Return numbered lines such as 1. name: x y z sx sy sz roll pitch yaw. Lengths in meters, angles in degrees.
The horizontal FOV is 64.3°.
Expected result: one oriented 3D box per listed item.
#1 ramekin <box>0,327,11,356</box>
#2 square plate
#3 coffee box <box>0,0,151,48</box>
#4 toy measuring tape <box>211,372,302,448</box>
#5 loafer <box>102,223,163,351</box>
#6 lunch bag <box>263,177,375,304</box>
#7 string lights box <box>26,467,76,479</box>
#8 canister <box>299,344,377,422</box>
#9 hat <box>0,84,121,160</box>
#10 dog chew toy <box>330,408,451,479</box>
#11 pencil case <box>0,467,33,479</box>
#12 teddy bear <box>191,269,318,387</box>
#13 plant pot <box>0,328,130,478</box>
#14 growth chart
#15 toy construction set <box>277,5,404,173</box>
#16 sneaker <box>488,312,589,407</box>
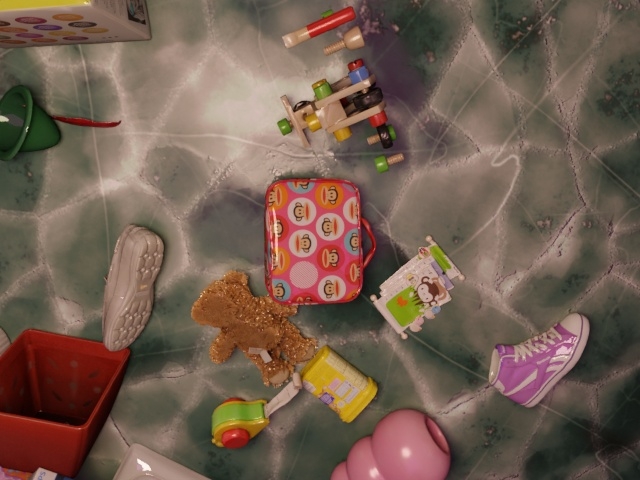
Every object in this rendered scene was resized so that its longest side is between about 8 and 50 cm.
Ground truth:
1. ramekin: -0.871 0.284 1.249 0.207 0.109 0.207 0 102 -2
2. square plate: -0.432 0.770 1.347 0.344 0.049 0.347 29 83 -6
3. coffee box: -0.556 -0.567 0.953 0.337 0.334 0.338 -4 102 0
4. toy measuring tape: -0.181 0.422 1.263 0.121 0.121 0.330 39 118 -9
5. loafer: -0.467 0.115 1.232 0.111 0.112 0.320 28 104 29
6. lunch bag: 0.000 0.000 1.180 0.258 0.120 0.293 0 94 -10
7. string lights box: -0.574 0.634 1.203 0.259 0.077 0.133 33 129 -21
8. canister: 0.042 0.365 1.302 0.170 0.073 0.126 40 99 -7
9. hat: -0.621 -0.244 1.182 0.208 0.183 0.173 23 96 36
10. dog chew toy: 0.162 0.576 1.295 0.331 0.207 0.207 -38 100 15
11. pencil case: -0.783 0.674 1.334 0.124 0.124 0.284 -14 103 2
12. teddy bear: -0.161 0.220 1.262 0.338 0.113 0.245 28 108 -15
13. plant pot: -0.635 0.406 1.216 0.267 0.267 0.236 11 117 -3
14. growth chart: 0.246 0.125 1.281 0.172 0.021 0.237 42 99 -10
15. toy construction set: 0.000 -0.301 1.052 0.237 0.258 0.309 -19 137 10
16. sneaker: 0.537 0.278 1.281 0.161 0.102 0.282 31 100 -4
